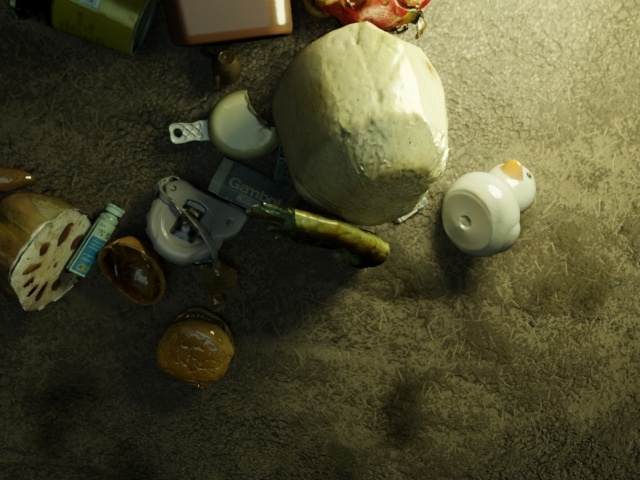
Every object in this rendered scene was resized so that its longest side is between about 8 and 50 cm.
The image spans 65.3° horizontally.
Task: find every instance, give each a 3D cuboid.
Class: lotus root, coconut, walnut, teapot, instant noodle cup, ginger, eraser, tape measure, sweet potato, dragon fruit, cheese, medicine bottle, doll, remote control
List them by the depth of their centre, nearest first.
[{"bbox_3d":[0.083,-0.545,1.008,0.290,0.250,0.269,-8,112,-15],"label":"dragon fruit"},{"bbox_3d":[0.089,-0.252,1.037,0.344,0.415,0.416,0,110,-25],"label":"coconut"},{"bbox_3d":[-0.480,-0.505,1.037,0.236,0.216,0.216,23,106,-16],"label":"instant noodle cup"},{"bbox_3d":[-0.237,-0.402,1.137,0.110,0.080,0.085,38,74,0],"label":"teapot"},{"bbox_3d":[-0.690,0.014,1.181,0.191,0.272,0.272,27,105,1],"label":"lotus root"},{"bbox_3d":[-0.223,-0.249,1.188,0.248,0.071,0.164,-25,106,6],"label":"cheese"},{"bbox_3d":[-0.867,-0.139,1.194,0.341,0.092,0.114,-15,133,3],"label":"sweet potato"},{"bbox_3d":[-0.317,-0.035,1.213,0.236,0.120,0.197,28,77,-9],"label":"tape measure"},{"bbox_3d":[-0.084,-0.184,1.219,0.053,0.018,0.125,13,133,-5],"label":"remote control"},{"bbox_3d":[-0.158,-0.118,1.220,0.212,0.092,0.046,25,141,-10],"label":"eraser"},{"bbox_3d":[0.421,-0.086,1.225,0.220,0.221,0.251,6,130,-4],"label":"doll"},{"bbox_3d":[-0.553,-0.002,1.230,0.051,0.051,0.191,32,79,-12],"label":"medicine bottle"},{"bbox_3d":[-0.463,0.062,1.266,0.166,0.087,0.211,3,129,8],"label":"walnut"},{"bbox_3d":[0.230,-0.080,1.287,0.099,0.019,0.027,-37,119,9],"label":"eraser"},{"bbox_3d":[-0.260,0.116,1.312,0.096,0.067,0.166,-4,121,-1],"label":"ginger"}]

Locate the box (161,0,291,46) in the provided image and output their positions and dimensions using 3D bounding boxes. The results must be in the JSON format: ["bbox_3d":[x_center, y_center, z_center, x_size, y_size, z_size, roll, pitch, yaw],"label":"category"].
[{"bbox_3d":[-0.178,-0.508,0.969,0.239,0.339,0.230,-7,111,0],"label":"box"}]

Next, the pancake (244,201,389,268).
[{"bbox_3d":[0.006,0.001,1.130,0.304,0.427,0.067,10,83,9],"label":"pancake"}]

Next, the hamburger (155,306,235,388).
[{"bbox_3d":[-0.334,0.288,1.347,0.213,0.108,0.214,0,113,0],"label":"hamburger"}]
